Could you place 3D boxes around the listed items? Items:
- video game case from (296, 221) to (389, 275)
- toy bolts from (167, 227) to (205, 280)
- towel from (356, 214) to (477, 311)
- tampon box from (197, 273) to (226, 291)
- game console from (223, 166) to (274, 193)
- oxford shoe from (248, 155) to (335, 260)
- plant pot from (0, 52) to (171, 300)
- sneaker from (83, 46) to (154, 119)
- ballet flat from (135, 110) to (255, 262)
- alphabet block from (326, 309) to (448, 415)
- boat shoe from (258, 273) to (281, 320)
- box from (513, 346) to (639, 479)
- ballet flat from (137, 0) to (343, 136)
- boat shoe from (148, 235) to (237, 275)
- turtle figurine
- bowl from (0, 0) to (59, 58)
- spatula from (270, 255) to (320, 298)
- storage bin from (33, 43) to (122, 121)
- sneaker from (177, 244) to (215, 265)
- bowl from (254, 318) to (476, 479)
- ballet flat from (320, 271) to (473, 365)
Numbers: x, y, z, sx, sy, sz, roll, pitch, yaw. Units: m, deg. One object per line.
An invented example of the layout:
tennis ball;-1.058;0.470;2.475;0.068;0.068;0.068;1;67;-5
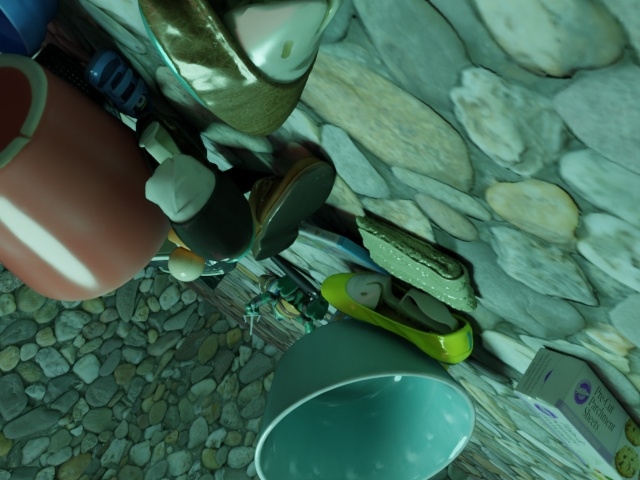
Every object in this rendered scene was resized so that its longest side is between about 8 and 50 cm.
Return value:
video game case;0.000;0.000;0.900;0.166;0.015;0.119;20;172;40
toy bolts;-0.275;-0.046;1.129;0.218;0.158;0.228;29;177;-43
towel;0.107;0.028;0.775;0.148;0.027;0.110;28;165;31
tampon box;-0.308;0.025;1.663;0.161;0.101;0.120;29;164;32
game console;-0.098;-0.057;0.922;0.122;0.107;0.071;16;127;56
oxford shoe;-0.049;-0.047;0.783;0.076;0.076;0.212;64;150;12
plant pot;-0.362;-0.087;0.883;0.275;0.275;0.243;29;167;29
sneaker;-0.251;-0.196;0.871;0.059;0.053;0.144;34;175;9
ballet flat;-0.170;-0.074;0.825;0.096;0.095;0.280;38;-171;-43
alphabet block;0.077;0.239;1.221;0.197;0.193;0.192;37;169;-1
boat shoe;-0.104;0.126;1.594;0.066;0.066;0.183;37;158;21
box;0.347;0.245;0.828;0.324;0.067;0.063;45;163;-30
ballet flat;-0.054;-0.175;0.366;0.124;0.116;0.342;6;148;29
boat shoe;-0.328;0.028;1.540;0.302;0.114;0.091;7;142;29
turtle figurine;-0.069;0.145;1.441;0.175;0.118;0.234;24;153;-10
bowl;-0.463;-0.368;0.762;0.391;0.077;0.391;35;166;10
spatula;-0.118;0.024;1.328;0.296;0.030;0.084;32;159;17
storage bin;-0.400;-0.219;1.099;0.122;0.084;0.180;37;166;-2
sneaker;-0.227;-0.036;1.259;0.153;0.094;0.235;48;157;-11
bowl;0.049;0.231;0.997;0.311;0.311;0.163;48;-163;-40
ballet flat;0.102;0.084;0.918;0.231;0.077;0.077;27;143;25
